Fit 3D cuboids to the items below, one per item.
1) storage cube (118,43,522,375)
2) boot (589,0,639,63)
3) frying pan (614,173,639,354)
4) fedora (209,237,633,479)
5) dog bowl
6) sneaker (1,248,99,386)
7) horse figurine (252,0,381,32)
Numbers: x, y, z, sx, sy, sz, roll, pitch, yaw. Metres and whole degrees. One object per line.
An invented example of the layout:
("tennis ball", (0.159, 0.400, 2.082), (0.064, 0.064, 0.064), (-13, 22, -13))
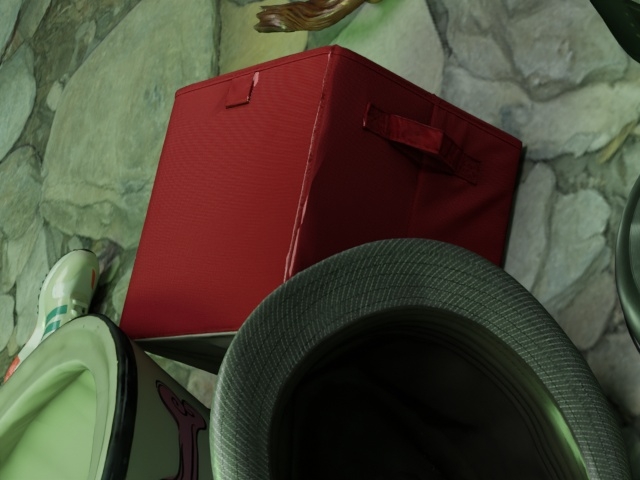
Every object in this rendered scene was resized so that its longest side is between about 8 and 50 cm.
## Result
("storage cube", (0.000, 0.000, 1.117), (0.215, 0.184, 0.193), (-7, 66, 50))
("boot", (0.274, -0.186, 0.940), (0.229, 0.091, 0.263), (-39, 46, 6))
("frying pan", (0.263, -0.064, 0.942), (0.197, 0.053, 0.326), (7, 79, 52))
("fedora", (0.051, 0.147, 0.954), (0.275, 0.244, 0.124), (56, 158, 6))
("dog bowl", (-0.174, 0.261, 1.054), (0.408, 0.150, 0.408), (-49, 23, 30))
("sneaker", (-0.229, 0.090, 1.478), (0.075, 0.057, 0.161), (23, 88, 38))
("horse figurine", (0.045, -0.271, 1.317), (0.263, 0.066, 0.174), (-63, 30, 0))
